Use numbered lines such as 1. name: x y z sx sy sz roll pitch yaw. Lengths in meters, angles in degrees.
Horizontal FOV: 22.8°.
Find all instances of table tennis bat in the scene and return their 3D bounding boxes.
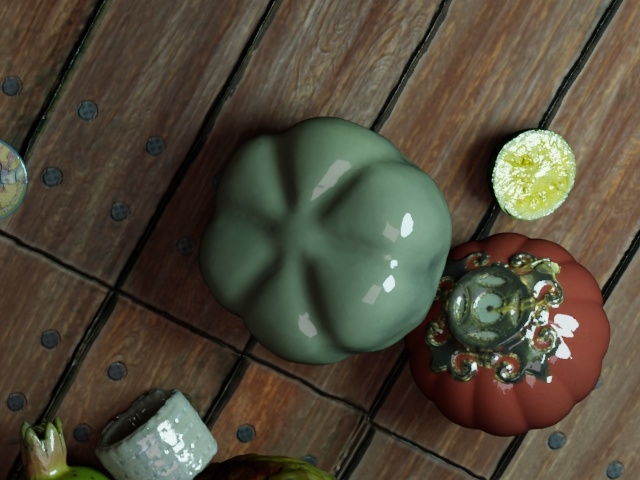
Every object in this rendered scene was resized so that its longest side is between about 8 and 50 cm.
1. table tennis bat: -0.395 -0.072 1.720 0.155 0.019 0.100 12 103 -11

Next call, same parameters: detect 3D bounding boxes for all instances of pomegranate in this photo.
1. pomegranate: -0.294 0.300 1.759 0.159 0.159 0.205 -11 95 -4

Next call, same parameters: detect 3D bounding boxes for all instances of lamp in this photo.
1. lamp: 0.205 0.104 1.741 0.227 0.227 0.227 -1 104 -6

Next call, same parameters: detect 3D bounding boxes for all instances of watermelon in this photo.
1. watermelon: 0.229 -0.077 1.765 0.105 0.062 0.105 -5 108 -17

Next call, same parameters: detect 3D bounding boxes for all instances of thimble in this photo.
1. thimble: -0.184 0.230 1.776 0.115 0.102 0.090 -44 106 -25

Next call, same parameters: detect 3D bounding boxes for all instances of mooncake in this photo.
1. mooncake: 0.000 0.000 1.680 0.275 0.135 0.275 -2 85 23

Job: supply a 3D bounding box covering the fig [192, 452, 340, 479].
1. fig: 0.012 0.372 1.797 0.368 0.286 0.286 -4 107 -39
